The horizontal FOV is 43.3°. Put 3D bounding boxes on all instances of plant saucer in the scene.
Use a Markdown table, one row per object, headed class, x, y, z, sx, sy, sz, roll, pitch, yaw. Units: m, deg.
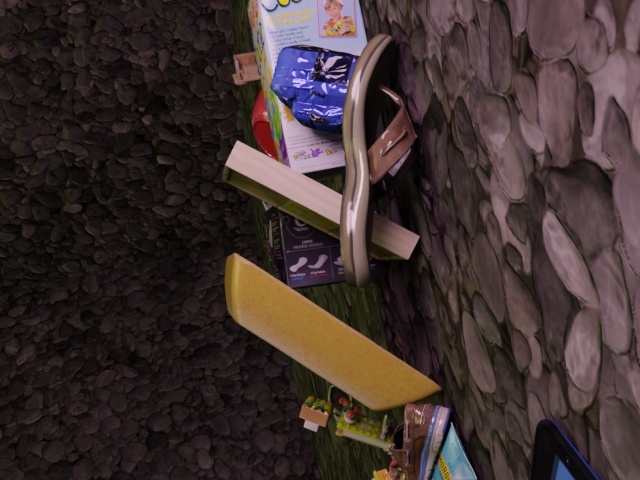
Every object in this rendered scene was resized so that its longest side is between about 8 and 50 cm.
| class | x | y | z | sx | sy | sz | roll | pitch | yaw |
| --- | --- | --- | --- | --- | --- | --- | --- | --- | --- |
| plant saucer | -0.015 | 0.144 | 1.201 | 0.081 | 0.332 | 0.333 | -58 | 6 | -6 |

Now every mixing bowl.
| class | x | y | z | sx | sy | sz | roll | pitch | yaw |
| --- | --- | --- | --- | --- | --- | --- | --- | --- | --- |
| mixing bowl | -0.046 | -0.189 | 1.325 | 0.181 | 0.098 | 0.181 | 33 | 152 | 20 |

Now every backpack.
| class | x | y | z | sx | sy | sz | roll | pitch | yaw |
| --- | --- | --- | --- | --- | --- | --- | --- | --- | --- |
| backpack | -0.004 | -0.195 | 1.031 | 0.098 | 0.120 | 0.101 | 46 | -119 | -74 |

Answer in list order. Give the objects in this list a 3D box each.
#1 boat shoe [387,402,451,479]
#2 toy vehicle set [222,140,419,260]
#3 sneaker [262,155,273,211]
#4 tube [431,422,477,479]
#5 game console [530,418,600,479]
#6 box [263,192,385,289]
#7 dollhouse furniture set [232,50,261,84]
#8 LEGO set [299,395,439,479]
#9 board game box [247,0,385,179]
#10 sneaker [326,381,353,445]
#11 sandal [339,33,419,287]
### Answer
| class | x | y | z | sx | sy | sz | roll | pitch | yaw |
| --- | --- | --- | --- | --- | --- | --- | --- | --- | --- |
| boat shoe | 0.130 | 0.280 | 1.104 | 0.066 | 0.066 | 0.183 | -56 | -19 | -48 |
| toy vehicle set | -0.007 | -0.047 | 1.103 | 0.035 | 0.266 | 0.166 | -64 | 7 | -6 |
| sneaker | -0.068 | -0.048 | 1.976 | 0.146 | 0.122 | 0.331 | 60 | -170 | -55 |
| tube | 0.171 | 0.328 | 1.067 | 0.207 | 0.052 | 0.080 | 96 | 155 | -46 |
| game console | 0.176 | 0.341 | 0.651 | 0.173 | 0.250 | 0.293 | 53 | -176 | -27 |
| box | 0.000 | 0.000 | 1.347 | 0.247 | 0.163 | 0.142 | 173 | 90 | -81 |
| dollhouse furniture set | -0.064 | -0.260 | 1.428 | 0.182 | 0.160 | 0.101 | -111 | 13 | -54 |
| LEGO set | 0.093 | 0.311 | 1.246 | 0.287 | 0.132 | 0.107 | 46 | 149 | 31 |
| board game box | -0.008 | -0.232 | 1.162 | 0.142 | 0.144 | 0.275 | 167 | 93 | -81 |
| sneaker | 0.045 | 0.403 | 1.898 | 0.086 | 0.064 | 0.192 | -122 | 25 | -80 |
| sandal | 0.075 | -0.093 | 0.968 | 0.120 | 0.086 | 0.303 | 20 | -107 | -77 |
